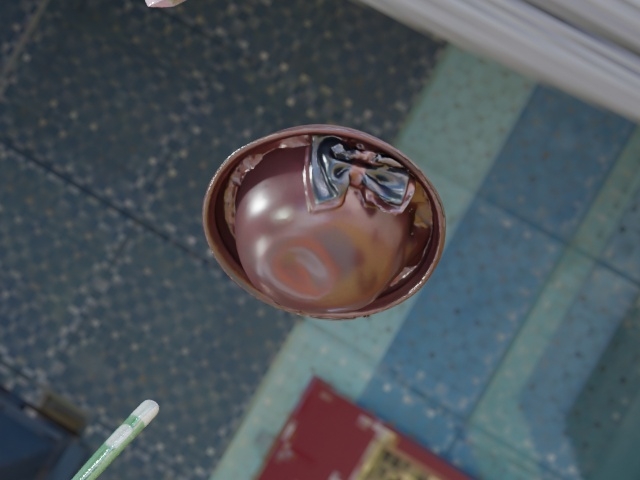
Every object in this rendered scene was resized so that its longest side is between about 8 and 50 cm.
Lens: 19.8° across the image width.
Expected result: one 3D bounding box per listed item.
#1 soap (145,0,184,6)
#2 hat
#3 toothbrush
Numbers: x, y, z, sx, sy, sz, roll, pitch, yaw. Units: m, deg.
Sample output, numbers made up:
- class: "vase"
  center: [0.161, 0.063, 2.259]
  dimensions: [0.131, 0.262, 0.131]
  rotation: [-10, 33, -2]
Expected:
- class: "soap"
  center: [-0.116, -0.269, 1.646]
  dimensions: [0.149, 0.056, 0.100]
  rotation: [-39, -67, -53]
- class: "hat"
  center: [0.000, 0.000, 1.446]
  dimensions: [0.205, 0.205, 0.089]
  rotation: [108, 178, -45]
- class: "toothbrush"
  center: [-0.218, 0.221, 1.604]
  dimensions: [0.257, 0.018, 0.024]
  rotation: [-47, -26, -41]
